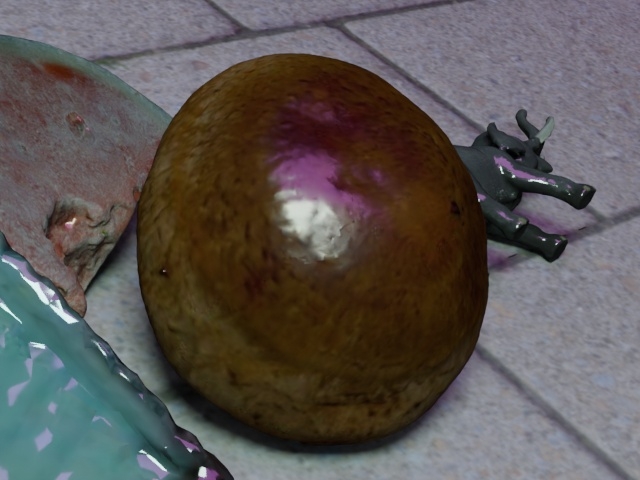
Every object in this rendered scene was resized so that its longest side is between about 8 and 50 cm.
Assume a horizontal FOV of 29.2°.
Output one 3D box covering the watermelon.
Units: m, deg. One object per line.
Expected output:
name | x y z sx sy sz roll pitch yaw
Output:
watermelon | -0.221 -0.019 0.865 0.226 0.148 0.318 50 30 14

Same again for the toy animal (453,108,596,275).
toy animal | 0.164 -0.046 1.070 0.137 0.082 0.269 35 39 23

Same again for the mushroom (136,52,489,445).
mushroom | 0.009 -0.010 0.848 0.263 0.195 0.283 40 29 -2

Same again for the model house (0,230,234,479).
model house | -0.193 0.146 0.522 0.248 0.280 0.230 27 52 -17
